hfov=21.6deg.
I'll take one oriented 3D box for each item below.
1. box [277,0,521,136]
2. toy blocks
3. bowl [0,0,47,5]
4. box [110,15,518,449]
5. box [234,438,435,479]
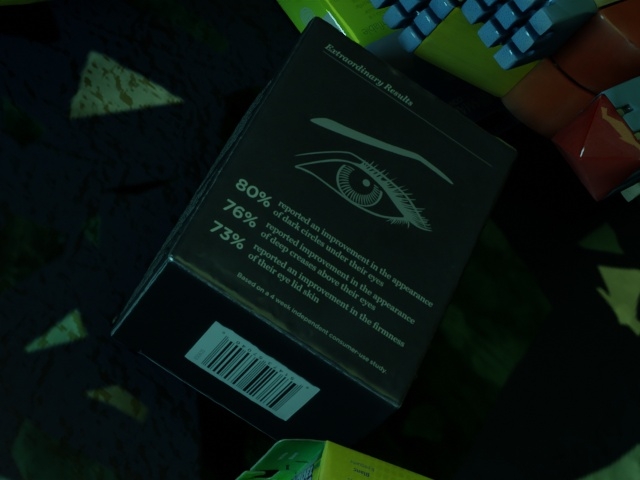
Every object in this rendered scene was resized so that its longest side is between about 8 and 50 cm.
[{"bbox_3d":[0.057,-0.132,1.114,0.109,0.042,0.178,-30,80,-35],"label":"box"},{"bbox_3d":[0.151,-0.169,1.062,0.261,0.191,0.381,-23,75,-45],"label":"toy blocks"},{"bbox_3d":[-0.206,-0.240,0.972,0.289,0.156,0.289,12,59,-20],"label":"bowl"},{"bbox_3d":[0.000,0.000,0.975,0.153,0.108,0.207,34,54,-6],"label":"box"},{"bbox_3d":[0.038,0.162,0.908,0.179,0.105,0.043,23,55,-13],"label":"box"}]
